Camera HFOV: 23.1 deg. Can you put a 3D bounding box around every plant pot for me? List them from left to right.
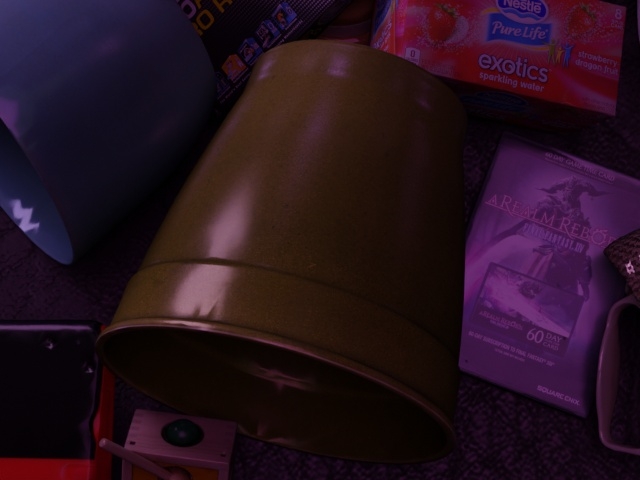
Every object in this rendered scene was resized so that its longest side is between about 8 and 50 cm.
[{"bbox_3d":[-0.252,-0.157,1.637,0.235,0.293,0.293,-36,82,-18],"label":"plant pot"},{"bbox_3d":[0.000,0.000,1.593,0.366,0.366,0.353,15,70,2],"label":"plant pot"}]

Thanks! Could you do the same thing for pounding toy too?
[{"bbox_3d":[-0.158,0.241,1.621,0.130,0.100,0.141,7,122,1],"label":"pounding toy"}]

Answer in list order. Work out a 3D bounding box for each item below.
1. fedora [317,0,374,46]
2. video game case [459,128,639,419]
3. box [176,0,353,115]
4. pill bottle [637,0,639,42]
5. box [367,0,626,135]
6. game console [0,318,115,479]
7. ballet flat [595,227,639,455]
[{"bbox_3d":[0.015,-0.297,1.755,0.194,0.079,0.194,0,81,-1],"label":"fedora"},{"bbox_3d":[0.247,0.036,1.730,0.196,0.026,0.274,21,82,3],"label":"video game case"},{"bbox_3d":[-0.078,-0.302,1.701,0.270,0.060,0.216,-42,82,24],"label":"box"},{"bbox_3d":[0.475,-0.253,1.724,0.229,0.131,0.131,-5,81,-1],"label":"pill bottle"},{"bbox_3d":[0.187,-0.207,1.686,0.256,0.122,0.128,11,80,-17],"label":"box"},{"bbox_3d":[-0.406,0.254,1.644,0.386,0.060,0.342,-1,76,12],"label":"game console"},{"bbox_3d":[0.389,0.216,1.645,0.182,0.164,0.483,-13,80,16],"label":"ballet flat"}]
